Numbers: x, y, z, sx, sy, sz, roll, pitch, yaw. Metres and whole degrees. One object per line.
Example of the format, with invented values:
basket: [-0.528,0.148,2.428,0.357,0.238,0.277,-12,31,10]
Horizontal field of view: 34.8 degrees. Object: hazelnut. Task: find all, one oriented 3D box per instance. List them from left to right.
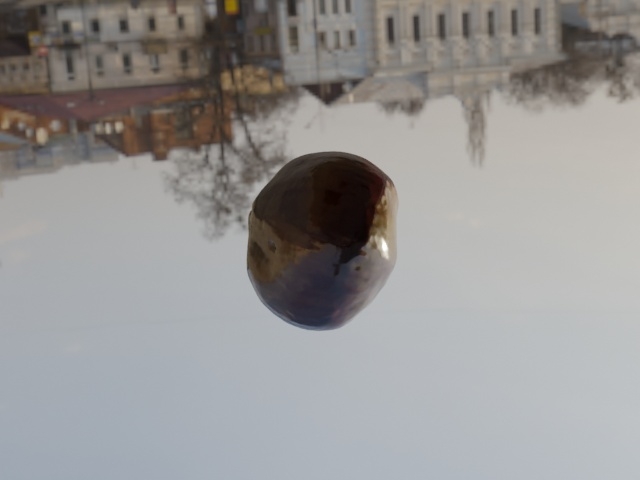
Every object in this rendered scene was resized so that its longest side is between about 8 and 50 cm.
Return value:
hazelnut: [0.000,0.000,1.411,0.217,0.252,0.217,15,-170,-3]
